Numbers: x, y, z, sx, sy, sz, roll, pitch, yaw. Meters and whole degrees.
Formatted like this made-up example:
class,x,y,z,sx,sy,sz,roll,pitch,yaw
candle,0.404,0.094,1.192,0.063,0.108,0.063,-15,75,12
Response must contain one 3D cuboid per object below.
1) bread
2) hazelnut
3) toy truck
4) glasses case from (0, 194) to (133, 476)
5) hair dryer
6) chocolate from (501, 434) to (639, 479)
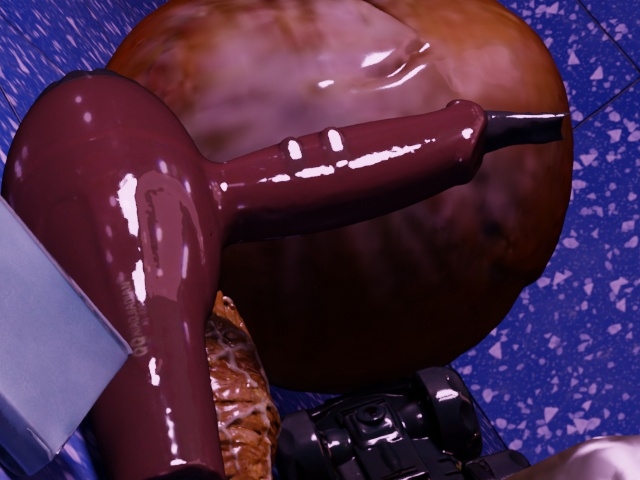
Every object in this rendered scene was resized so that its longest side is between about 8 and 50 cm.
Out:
class,x,y,z,sx,sy,sz,roll,pitch,yaw
bread,-0.081,0.072,1.200,0.233,0.076,0.105,56,9,24
hazelnut,0.013,-0.052,1.401,0.372,0.372,0.315,32,43,-73
toy truck,0.061,0.200,1.305,0.224,0.147,0.165,-122,-163,-57
glasses case,-0.206,-0.011,0.905,0.266,0.056,0.105,51,30,-11
hair dryer,0.000,0.000,1.103,0.123,0.340,0.312,87,-16,-45
chocolate,0.195,0.298,1.048,0.314,0.326,0.297,50,22,-42
